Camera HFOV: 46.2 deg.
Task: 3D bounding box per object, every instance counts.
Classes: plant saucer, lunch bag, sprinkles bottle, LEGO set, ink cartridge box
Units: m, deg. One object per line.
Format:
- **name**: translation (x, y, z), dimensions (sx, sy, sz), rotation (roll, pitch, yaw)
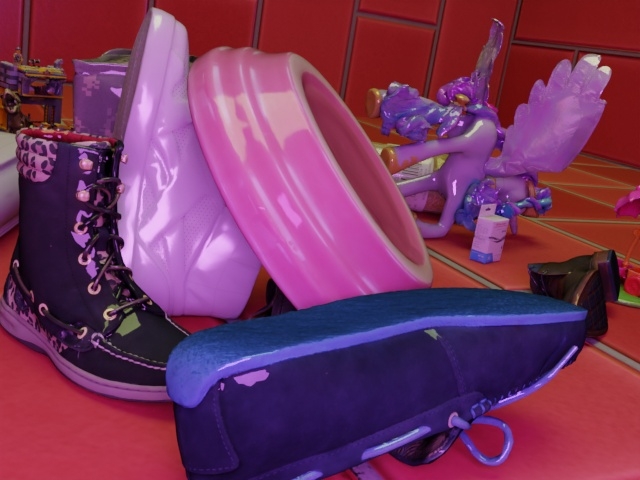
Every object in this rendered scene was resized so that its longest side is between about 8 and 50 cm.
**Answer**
- **plant saucer**: translation (0.009, -0.048, 0.707), dimensions (0.084, 0.332, 0.332), rotation (-30, 7, 15)
- **lunch bag**: translation (-0.203, -0.107, 0.917), dimensions (0.169, 0.235, 0.287), rotation (5, 15, -5)
- **sprinkles bottle**: translation (0.107, -0.122, 1.380), dimensions (0.355, 0.121, 0.121), rotation (9, 15, 0)
- **LEGO set**: translation (-0.514, -0.217, 1.226), dimensions (0.331, 0.192, 0.255), rotation (-2, 18, -35)
- **ink cartridge box**: translation (0.254, -0.011, 1.122), dimensions (0.028, 0.083, 0.048), rotation (21, 19, 38)

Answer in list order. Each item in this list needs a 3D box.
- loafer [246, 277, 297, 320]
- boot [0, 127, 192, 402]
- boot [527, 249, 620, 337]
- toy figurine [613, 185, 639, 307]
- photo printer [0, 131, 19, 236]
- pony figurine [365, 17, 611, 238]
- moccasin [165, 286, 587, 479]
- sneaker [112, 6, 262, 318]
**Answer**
- **loafer**: translation (-0.038, 0.072, 0.694), dimensions (0.061, 0.062, 0.170), rotation (0, 15, -13)
- **boot**: translation (-0.172, 0.014, 0.594), dimensions (0.236, 0.178, 0.085), rotation (18, 17, 33)
- **boot**: translation (0.297, 0.069, 0.922), dimensions (0.106, 0.082, 0.219), rotation (-8, 9, 32)
- **toy figurine**: translation (0.454, 0.006, 1.031), dimensions (0.130, 0.159, 0.173), rotation (-2, 19, -34)
- **photo printer**: translation (-0.471, -0.062, 0.841), dimensions (0.256, 0.107, 0.307), rotation (7, 16, -6)
- **pony figurine**: translation (0.244, -0.156, 1.197), dimensions (0.363, 0.351, 0.303), rotation (-3, 30, -23)
- **moccasin**: translation (0.051, 0.103, 0.541), dimensions (0.342, 0.116, 0.138), rotation (-5, 7, -28)
- **sneaker**: translation (-0.118, -0.066, 0.738), dimensions (0.169, 0.292, 0.108), rotation (7, 2, -21)
